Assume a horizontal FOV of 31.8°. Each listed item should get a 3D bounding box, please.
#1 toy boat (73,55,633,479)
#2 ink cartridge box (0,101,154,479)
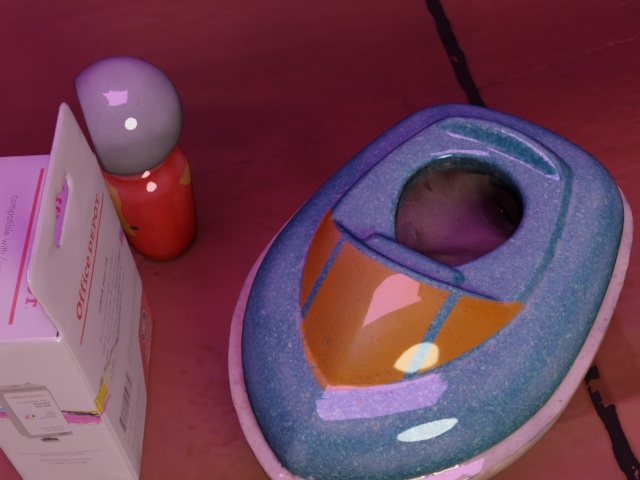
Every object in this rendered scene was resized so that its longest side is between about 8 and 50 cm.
[{"bbox_3d":[0.000,0.000,0.624,0.318,0.148,0.267,22,59,21],"label":"toy boat"},{"bbox_3d":[-0.141,0.035,0.581,0.067,0.198,0.115,-3,53,4],"label":"ink cartridge box"}]
